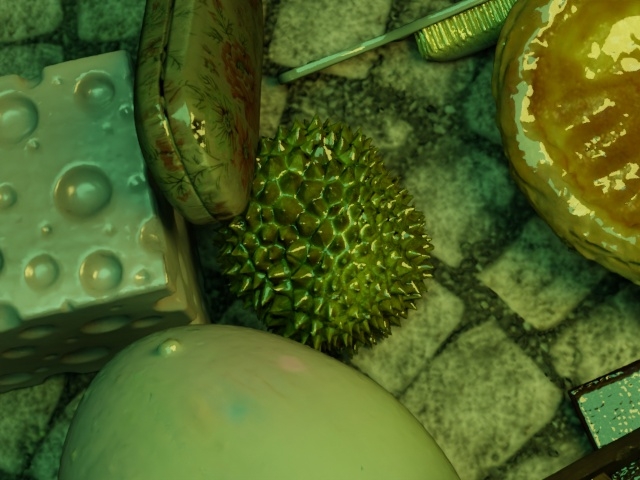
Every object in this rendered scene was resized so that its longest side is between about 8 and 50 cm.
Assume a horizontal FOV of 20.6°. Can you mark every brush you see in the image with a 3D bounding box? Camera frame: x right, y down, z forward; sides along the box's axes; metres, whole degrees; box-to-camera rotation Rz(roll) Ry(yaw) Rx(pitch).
[{"bbox_3d":[0.101,-0.202,1.817,0.296,0.068,0.060,-21,94,5],"label":"brush"}]

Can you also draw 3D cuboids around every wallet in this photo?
[{"bbox_3d":[0.373,0.154,1.683,0.243,0.039,0.133,-24,79,-1],"label":"wallet"}]

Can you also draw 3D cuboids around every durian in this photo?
[{"bbox_3d":[-0.002,-0.003,1.713,0.200,0.176,0.237,-31,83,18],"label":"durian"}]

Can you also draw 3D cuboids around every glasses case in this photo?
[{"bbox_3d":[-0.112,-0.180,1.691,0.098,0.156,0.425,-14,37,11],"label":"glasses case"}]

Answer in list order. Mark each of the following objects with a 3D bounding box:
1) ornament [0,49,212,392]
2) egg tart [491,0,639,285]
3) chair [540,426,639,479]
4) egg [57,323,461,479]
[{"bbox_3d":[-0.256,-0.011,1.705,0.239,0.240,0.239,-13,73,3],"label":"ornament"},{"bbox_3d":[0.358,-0.132,1.703,0.387,0.169,0.388,-2,77,8],"label":"egg tart"},{"bbox_3d":[0.219,0.340,1.553,0.416,0.241,0.203,-19,49,-37],"label":"chair"},{"bbox_3d":[-0.086,0.233,1.565,0.354,0.354,0.340,-41,62,-6],"label":"egg"}]
